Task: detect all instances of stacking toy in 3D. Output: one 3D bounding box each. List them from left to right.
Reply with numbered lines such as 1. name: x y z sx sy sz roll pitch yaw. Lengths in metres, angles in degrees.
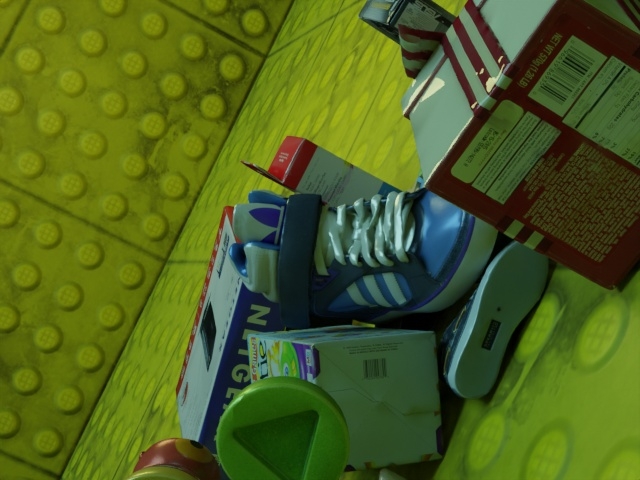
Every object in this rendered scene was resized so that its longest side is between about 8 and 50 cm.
1. stacking toy: -0.036 0.272 1.289 0.279 0.309 0.130 -48 9 15

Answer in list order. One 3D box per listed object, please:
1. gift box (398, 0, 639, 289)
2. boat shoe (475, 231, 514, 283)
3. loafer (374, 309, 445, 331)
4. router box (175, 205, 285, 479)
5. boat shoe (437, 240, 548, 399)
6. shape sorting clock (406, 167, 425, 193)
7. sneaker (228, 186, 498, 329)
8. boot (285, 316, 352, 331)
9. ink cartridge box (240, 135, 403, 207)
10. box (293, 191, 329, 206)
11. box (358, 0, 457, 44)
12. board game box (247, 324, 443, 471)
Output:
1. gift box: 0.225 -0.155 1.190 0.255 0.276 0.258 -51 17 21
2. boat shoe: 0.217 -0.040 1.382 0.206 0.075 0.065 -57 12 2
3. loafer: 0.145 0.045 1.490 0.220 0.080 0.078 -64 23 18
4. router box: -0.135 0.151 1.886 0.301 0.082 0.335 -118 42 -69
5. boat shoe: 0.177 0.078 1.325 0.183 0.065 0.083 -64 14 -2
6. shape sorting clock: 0.149 -0.060 1.703 0.206 0.040 0.206 -55 17 25
7. sneaker: 0.024 0.001 1.381 0.323 0.236 0.130 -36 42 57
8. boot: -0.032 0.119 1.886 0.207 0.094 0.246 -91 25 -53
9. ink cartridge box: 0.003 -0.094 1.874 0.078 0.231 0.134 -62 15 -1
10. box: 0.041 -0.002 1.725 0.021 0.164 0.201 -50 15 -2
11. box: 0.171 -0.242 1.575 0.056 0.231 0.183 -58 16 5
12. board game box: 0.020 0.177 1.439 0.275 0.144 0.142 173 93 -72
